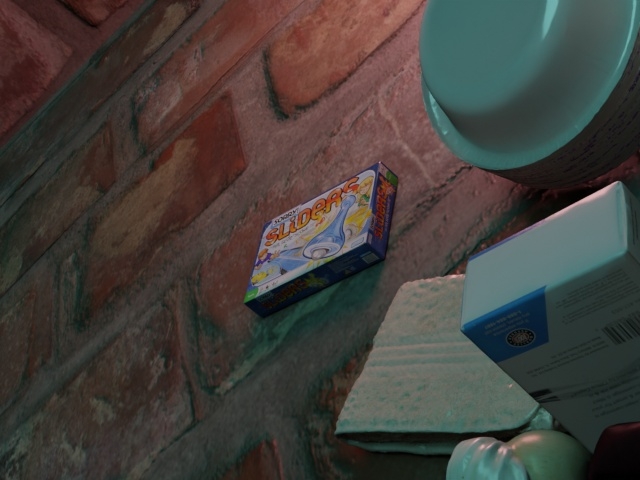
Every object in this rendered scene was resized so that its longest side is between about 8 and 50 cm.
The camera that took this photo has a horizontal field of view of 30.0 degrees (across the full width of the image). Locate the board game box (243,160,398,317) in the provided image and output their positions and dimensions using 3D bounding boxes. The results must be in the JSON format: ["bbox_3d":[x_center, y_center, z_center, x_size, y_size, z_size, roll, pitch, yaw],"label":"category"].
[{"bbox_3d":[0.000,0.000,1.442,0.201,0.035,0.136,-28,35,35],"label":"board game box"}]

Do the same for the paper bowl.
[{"bbox_3d":[0.209,-0.201,1.175,0.284,0.148,0.284,-19,64,47],"label":"paper bowl"}]

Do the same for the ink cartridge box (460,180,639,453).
[{"bbox_3d":[0.216,0.068,0.880,0.140,0.191,0.082,-29,32,32],"label":"ink cartridge box"}]

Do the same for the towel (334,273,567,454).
[{"bbox_3d":[0.141,0.107,1.097,0.282,0.049,0.187,-10,45,52],"label":"towel"}]

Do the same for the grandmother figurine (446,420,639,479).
[{"bbox_3d":[0.245,0.142,0.730,0.342,0.208,0.104,-9,46,21],"label":"grandmother figurine"}]
